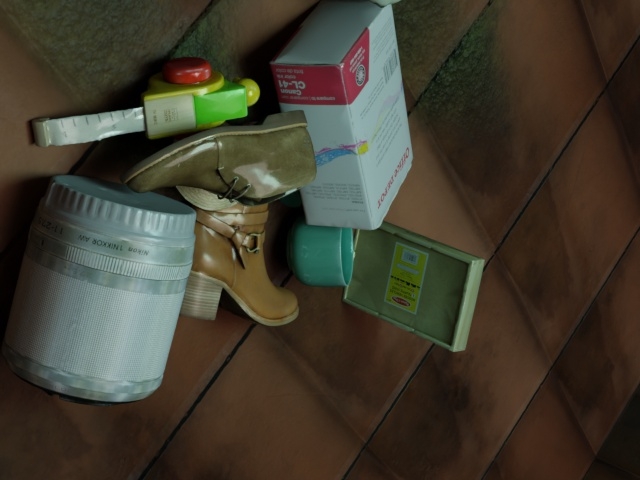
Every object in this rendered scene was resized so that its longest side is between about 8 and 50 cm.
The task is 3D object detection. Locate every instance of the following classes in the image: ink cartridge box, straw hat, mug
[{"bbox_3d":[0.043,-0.202,1.862,0.226,0.131,0.306,-59,147,-47],"label":"ink cartridge box"},{"bbox_3d":[-0.151,-0.120,1.725,0.145,0.061,0.144,5,79,-28],"label":"straw hat"},{"bbox_3d":[0.000,0.010,1.977,0.157,0.097,0.129,-61,148,-70],"label":"mug"}]

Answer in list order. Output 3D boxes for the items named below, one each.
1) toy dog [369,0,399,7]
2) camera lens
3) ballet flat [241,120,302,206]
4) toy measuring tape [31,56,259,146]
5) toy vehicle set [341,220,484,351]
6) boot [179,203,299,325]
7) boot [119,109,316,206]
[{"bbox_3d":[0.139,-0.527,1.700,0.408,0.395,0.284,-45,179,15],"label":"toy dog"},{"bbox_3d":[-0.295,0.069,1.567,0.219,0.219,0.274,6,102,-51],"label":"camera lens"},{"bbox_3d":[-0.067,-0.141,1.866,0.221,0.077,0.079,57,44,-51],"label":"ballet flat"},{"bbox_3d":[-0.245,-0.189,1.631,0.330,0.121,0.121,-13,118,-21],"label":"toy measuring tape"},{"bbox_3d":[0.159,0.072,2.064,0.035,0.267,0.165,-4,111,-47],"label":"toy vehicle set"},{"bbox_3d":[-0.118,0.017,1.862,0.283,0.109,0.220,10,95,-44],"label":"boot"},{"bbox_3d":[-0.131,-0.098,1.634,0.305,0.112,0.115,-17,88,-33],"label":"boot"}]
